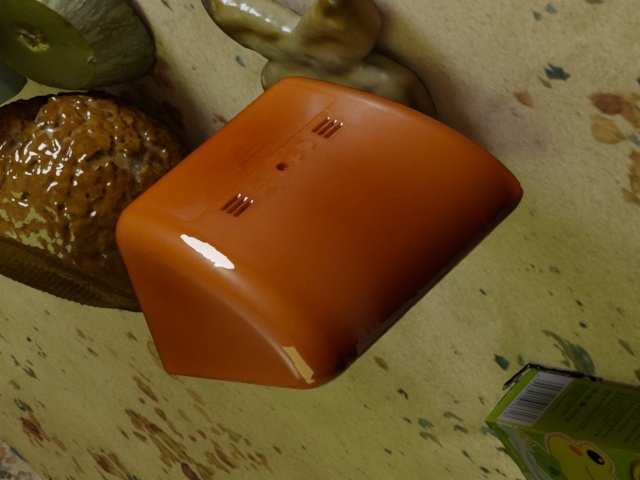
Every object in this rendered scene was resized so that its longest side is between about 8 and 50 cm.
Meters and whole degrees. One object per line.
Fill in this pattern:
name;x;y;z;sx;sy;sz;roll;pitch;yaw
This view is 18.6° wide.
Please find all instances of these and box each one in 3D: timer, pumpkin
timer;0.000;0.000;1.571;0.250;0.257;0.161;17;140;46
pumpkin;-0.274;-0.219;1.942;0.217;0.110;0.217;31;148;22

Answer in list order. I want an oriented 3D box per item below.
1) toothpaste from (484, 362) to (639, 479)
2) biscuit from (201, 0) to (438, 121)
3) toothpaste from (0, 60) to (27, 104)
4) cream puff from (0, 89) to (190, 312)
toothpaste;0.293;0.194;1.741;0.327;0.077;0.110;8;137;54
biscuit;-0.002;-0.159;1.666;0.208;0.047;0.164;9;142;51
toothpaste;-0.441;-0.311;2.113;0.125;0.080;0.371;11;133;59
cream puff;-0.243;-0.048;2.022;0.303;0.212;0.303;22;167;5
